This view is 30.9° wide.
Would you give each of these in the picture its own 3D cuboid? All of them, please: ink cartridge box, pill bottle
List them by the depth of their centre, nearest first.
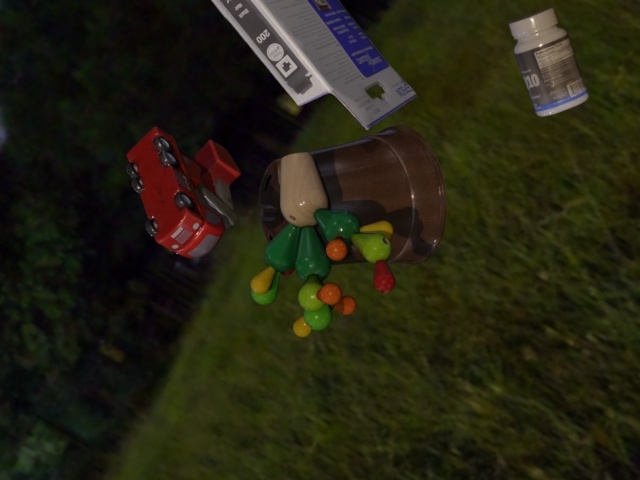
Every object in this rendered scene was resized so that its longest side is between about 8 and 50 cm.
[{"bbox_3d":[-0.005,-0.194,1.138,0.045,0.208,0.206,-40,0,24],"label":"ink cartridge box"},{"bbox_3d":[0.315,-0.248,1.612,0.078,0.137,0.078,-21,9,3],"label":"pill bottle"}]

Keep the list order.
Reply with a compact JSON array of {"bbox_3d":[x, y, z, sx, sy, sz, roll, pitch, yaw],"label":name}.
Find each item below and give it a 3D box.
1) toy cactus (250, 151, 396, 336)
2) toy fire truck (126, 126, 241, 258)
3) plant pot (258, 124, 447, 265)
[{"bbox_3d":[0.000,0.000,1.179,0.219,0.112,0.180,-27,70,60],"label":"toy cactus"},{"bbox_3d":[-0.122,-0.045,1.137,0.047,0.135,0.192,-43,44,16],"label":"toy fire truck"},{"bbox_3d":[0.030,-0.041,1.324,0.165,0.167,0.167,-10,-31,-33],"label":"plant pot"}]
